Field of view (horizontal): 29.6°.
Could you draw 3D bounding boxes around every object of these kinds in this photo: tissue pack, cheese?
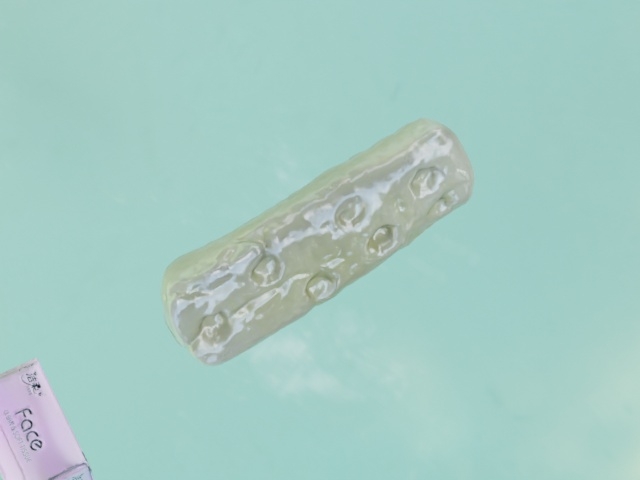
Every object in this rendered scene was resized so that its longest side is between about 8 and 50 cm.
[{"bbox_3d":[-0.323,0.256,1.395,0.092,0.148,0.246,-25,157,-17],"label":"tissue pack"},{"bbox_3d":[0.000,0.000,0.672,0.194,0.043,0.065,-31,112,-13],"label":"cheese"}]
